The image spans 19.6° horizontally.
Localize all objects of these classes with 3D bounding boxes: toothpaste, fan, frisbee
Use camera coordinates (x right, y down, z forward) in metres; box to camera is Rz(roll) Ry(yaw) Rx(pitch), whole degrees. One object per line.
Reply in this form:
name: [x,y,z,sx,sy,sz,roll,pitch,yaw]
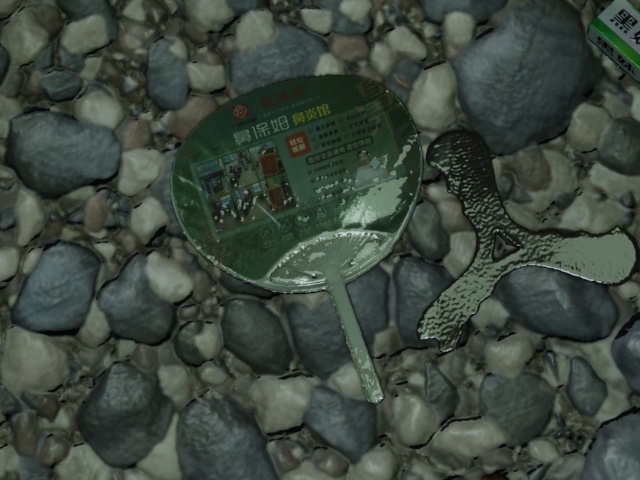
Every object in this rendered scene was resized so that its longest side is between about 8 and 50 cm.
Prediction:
toothpaste: [0.311,-0.139,1.623,0.043,0.037,0.178,-43,75,-7]
fan: [-0.030,-0.014,1.626,0.223,0.012,0.294,8,73,7]
frisbee: [0.145,0.015,1.604,0.211,0.012,0.187,39,81,14]

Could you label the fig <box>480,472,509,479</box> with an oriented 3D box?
fig: [0.197,0.299,1.430,0.217,0.217,0.320,-24,54,-3]
